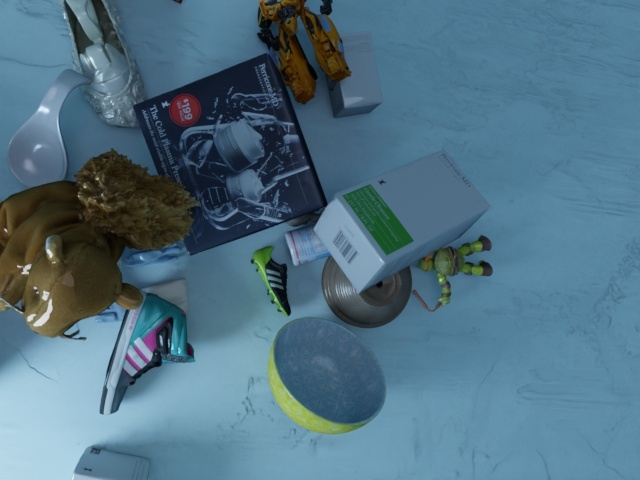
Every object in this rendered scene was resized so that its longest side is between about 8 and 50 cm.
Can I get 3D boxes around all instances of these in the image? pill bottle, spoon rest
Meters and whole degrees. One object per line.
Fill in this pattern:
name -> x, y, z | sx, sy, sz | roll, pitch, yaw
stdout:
pill bottle -> 0.000, 0.000, 1.350 | 0.160, 0.087, 0.087 | -16, 92, -6
spoon rest -> -0.586, -0.235, 1.193 | 0.137, 0.084, 0.276 | 28, 103, -4

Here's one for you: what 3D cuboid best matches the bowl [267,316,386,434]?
bowl -> -0.009, 0.338, 1.296 | 0.289, 0.289, 0.156 | 25, 126, -12

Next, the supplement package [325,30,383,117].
supplement package -> 0.077, -0.411, 1.382 | 0.105, 0.105, 0.179 | -11, 90, -14

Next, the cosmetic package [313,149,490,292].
cosmetic package -> 0.193, -0.053, 1.295 | 0.365, 0.155, 0.197 | -27, 72, -32

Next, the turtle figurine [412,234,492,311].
turtle figurine -> 0.339, 0.039, 1.438 | 0.217, 0.087, 0.269 | -7, 83, -18

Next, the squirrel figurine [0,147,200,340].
squirrel figurine -> -0.432, -0.003, 1.027 | 0.397, 0.370, 0.281 | -48, 118, -13

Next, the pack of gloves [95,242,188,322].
pack of gloves -> -0.434, 0.084, 1.284 | 0.232, 0.046, 0.195 | -6, 89, -23

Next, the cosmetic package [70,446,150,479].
cosmetic package -> -0.471, 0.573, 1.195 | 0.151, 0.151, 0.183 | 17, 86, -13

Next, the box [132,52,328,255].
box -> -0.187, -0.183, 1.230 | 0.312, 0.179, 0.343 | -20, 93, 4

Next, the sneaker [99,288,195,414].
sneaker -> -0.377, 0.267, 1.248 | 0.178, 0.124, 0.295 | 18, 98, -19

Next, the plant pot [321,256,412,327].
plant pot -> 0.130, 0.104, 1.377 | 0.237, 0.110, 0.237 | 0, 88, -15

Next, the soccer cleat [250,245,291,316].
soccer cleat -> -0.104, 0.098, 1.347 | 0.072, 0.060, 0.179 | -26, 92, -14

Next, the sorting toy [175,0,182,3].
sorting toy -> -0.419, -0.648, 1.261 | 0.274, 0.132, 0.046 | 19, 63, -14

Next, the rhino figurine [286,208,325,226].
rhino figurine -> -0.076, -0.147, 1.353 | 0.106, 0.073, 0.243 | -22, 93, -15

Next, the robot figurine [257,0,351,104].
robot figurine -> -0.048, -0.488, 1.311 | 0.211, 0.085, 0.291 | -27, 83, 24

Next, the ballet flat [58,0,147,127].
ballet flat -> -0.505, -0.447, 1.228 | 0.147, 0.147, 0.409 | -20, 93, -13
